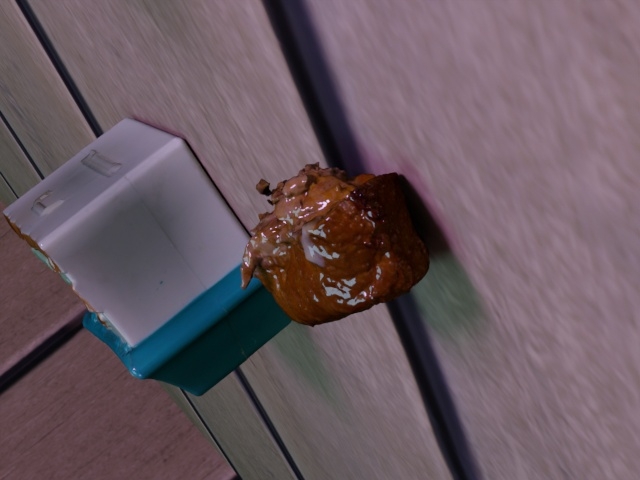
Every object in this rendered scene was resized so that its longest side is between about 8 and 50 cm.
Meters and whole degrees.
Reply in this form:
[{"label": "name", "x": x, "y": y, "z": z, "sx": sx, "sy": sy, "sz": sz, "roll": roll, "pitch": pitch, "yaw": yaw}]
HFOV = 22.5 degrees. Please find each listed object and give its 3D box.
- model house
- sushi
[{"label": "model house", "x": -0.092, "y": 0.019, "z": 0.913, "sx": 0.149, "sy": 0.100, "sz": 0.127, "roll": 53, "pitch": 170, "yaw": -20}, {"label": "sushi", "x": 0.003, "y": -0.002, "z": 0.577, "sx": 0.060, "sy": 0.061, "sz": 0.118, "roll": 60, "pitch": 149, "yaw": -1}]
